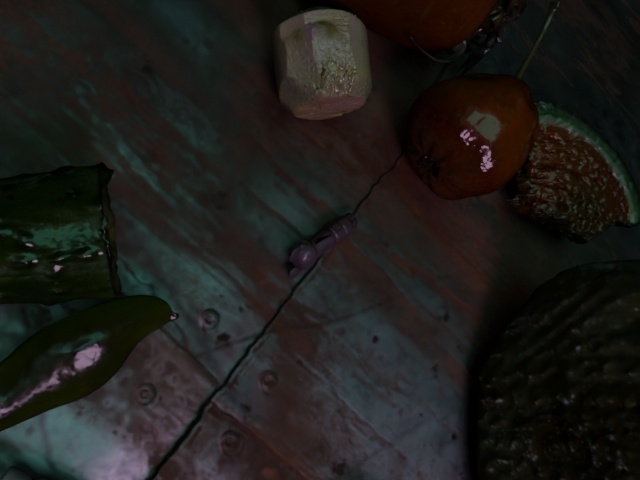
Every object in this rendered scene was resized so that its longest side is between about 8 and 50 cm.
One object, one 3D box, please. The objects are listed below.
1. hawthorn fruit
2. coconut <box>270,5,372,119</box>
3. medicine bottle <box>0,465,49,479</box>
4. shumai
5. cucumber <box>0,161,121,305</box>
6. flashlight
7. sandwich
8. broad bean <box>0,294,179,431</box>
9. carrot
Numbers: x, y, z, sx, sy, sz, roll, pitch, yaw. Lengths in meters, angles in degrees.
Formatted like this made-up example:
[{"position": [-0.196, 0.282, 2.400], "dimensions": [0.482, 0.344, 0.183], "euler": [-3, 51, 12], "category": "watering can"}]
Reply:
[{"position": [0.224, -0.180, 0.676], "dimensions": [0.165, 0.165, 0.285], "euler": [42, 72, -11], "category": "hawthorn fruit"}, {"position": [0.002, -0.214, 0.622], "dimensions": [0.116, 0.116, 0.122], "euler": [-7, 85, -22], "category": "coconut"}, {"position": [-0.255, 0.246, 0.477], "dimensions": [0.089, 0.052, 0.052], "euler": [36, 70, -12], "category": "medicine bottle"}, {"position": [0.399, 0.242, 0.627], "dimensions": [0.323, 0.324, 0.398], "euler": [18, 80, -33], "category": "shumai"}, {"position": [-0.302, 0.006, 0.466], "dimensions": [0.244, 0.134, 0.135], "euler": [-9, 85, -19], "category": "cucumber"}, {"position": [0.000, 0.000, 0.631], "dimensions": [0.031, 0.052, 0.110], "euler": [37, 58, 26], "category": "flashlight"}, {"position": [0.357, -0.084, 0.766], "dimensions": [0.234, 0.079, 0.159], "euler": [25, 83, -12], "category": "sandwich"}, {"position": [-0.282, 0.133, 0.477], "dimensions": [0.324, 0.067, 0.075], "euler": [-24, 82, -25], "category": "broad bean"}, {"position": [0.124, -0.334, 0.641], "dimensions": [0.330, 0.193, 0.214], "euler": [12, 53, -23], "category": "carrot"}]
